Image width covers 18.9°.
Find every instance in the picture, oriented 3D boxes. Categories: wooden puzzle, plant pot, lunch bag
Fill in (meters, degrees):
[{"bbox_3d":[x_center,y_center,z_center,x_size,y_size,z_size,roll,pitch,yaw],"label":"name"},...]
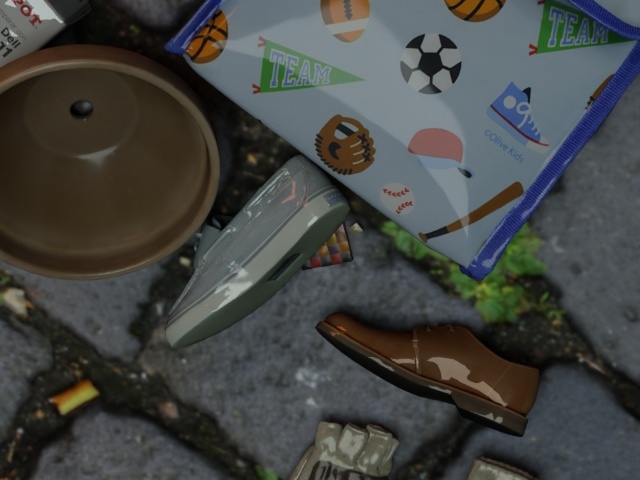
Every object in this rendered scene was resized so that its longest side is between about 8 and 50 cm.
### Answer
[{"bbox_3d":[0.000,0.000,1.762,0.083,0.006,0.049,-10,106,14],"label":"wooden puzzle"},{"bbox_3d":[-0.208,-0.088,1.696,0.237,0.110,0.237,-4,130,-4],"label":"plant pot"},{"bbox_3d":[0.115,-0.215,1.557,0.328,0.239,0.385,38,95,-3],"label":"lunch bag"}]

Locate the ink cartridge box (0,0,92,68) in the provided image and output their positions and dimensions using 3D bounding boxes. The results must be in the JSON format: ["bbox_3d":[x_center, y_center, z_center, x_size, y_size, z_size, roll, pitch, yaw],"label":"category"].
[{"bbox_3d":[-0.333,-0.196,1.714,0.208,0.087,0.153,-38,99,18],"label":"ink cartridge box"}]

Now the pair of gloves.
[{"bbox_3d":[0.078,0.282,1.812,0.240,0.042,0.204,14,100,9],"label":"pair of gloves"}]

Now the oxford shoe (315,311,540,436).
[{"bbox_3d":[0.099,0.105,1.758,0.212,0.076,0.076,23,81,5],"label":"oxford shoe"}]

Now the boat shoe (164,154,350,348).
[{"bbox_3d":[-0.070,0.009,1.748,0.227,0.079,0.081,-43,70,25],"label":"boat shoe"}]
